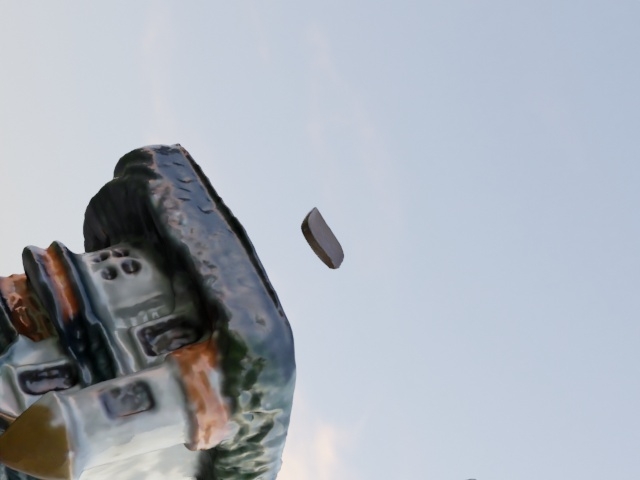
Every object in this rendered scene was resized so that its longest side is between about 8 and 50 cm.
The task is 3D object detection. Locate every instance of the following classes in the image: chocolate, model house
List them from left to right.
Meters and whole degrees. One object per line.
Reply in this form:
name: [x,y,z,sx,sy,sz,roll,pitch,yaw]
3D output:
model house: [-0.201,0.089,0.965,0.271,0.301,0.190,59,-26,34]
chocolate: [0.000,0.000,2.066,0.031,0.064,0.100,-22,-65,30]

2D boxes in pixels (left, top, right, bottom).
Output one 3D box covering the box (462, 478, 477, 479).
box: [0.183,0.350,1.614,0.122,0.062,0.089,145,-48,-59]
